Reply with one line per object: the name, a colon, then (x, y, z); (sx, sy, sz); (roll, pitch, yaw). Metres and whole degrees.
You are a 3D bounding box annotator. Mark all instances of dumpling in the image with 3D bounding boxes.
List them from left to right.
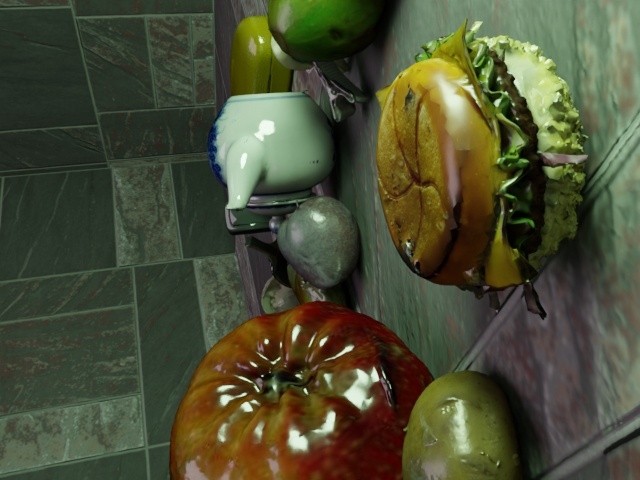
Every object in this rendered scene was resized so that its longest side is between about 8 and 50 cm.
dumpling: (-0.088, 0.158, 1.585); (0.118, 0.136, 0.198); (-142, 36, -61)

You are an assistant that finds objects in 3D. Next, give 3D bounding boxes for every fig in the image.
fig: (0.006, -0.351, 0.872); (0.181, 0.191, 0.181); (43, 167, 12)

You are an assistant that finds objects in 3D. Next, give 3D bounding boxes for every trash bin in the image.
trash bin: (-0.214, -0.074, 1.883); (0.236, 0.177, 0.101); (156, 106, -79)

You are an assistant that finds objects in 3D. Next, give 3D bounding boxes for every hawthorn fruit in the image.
hawthorn fruit: (-0.002, 0.302, 0.865); (0.403, 0.403, 0.402); (173, 90, -76)

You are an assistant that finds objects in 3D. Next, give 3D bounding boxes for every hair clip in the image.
hair clip: (0.000, -0.304, 0.994); (0.071, 0.159, 0.218); (-34, 88, 36)

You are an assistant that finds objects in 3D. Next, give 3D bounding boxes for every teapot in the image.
teapot: (-0.092, -0.149, 1.184); (0.424, 0.253, 0.279); (-40, -52, -68)

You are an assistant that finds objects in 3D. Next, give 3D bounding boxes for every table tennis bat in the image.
table tennis bat: (-0.086, 0.037, 1.396); (0.019, 0.221, 0.130); (-10, 62, 44)

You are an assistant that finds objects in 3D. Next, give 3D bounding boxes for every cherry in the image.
cherry: (0.003, 0.000, 1.112); (0.176, 0.140, 0.176); (27, 131, 35)

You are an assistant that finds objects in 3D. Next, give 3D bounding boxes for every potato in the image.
potato: (0.153, 0.232, 0.652); (0.137, 0.137, 0.175); (111, 151, -63)

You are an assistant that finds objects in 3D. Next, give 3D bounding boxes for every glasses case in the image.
glasses case: (-0.162, -0.428, 1.563); (0.371, 0.141, 0.173); (107, 153, -58)

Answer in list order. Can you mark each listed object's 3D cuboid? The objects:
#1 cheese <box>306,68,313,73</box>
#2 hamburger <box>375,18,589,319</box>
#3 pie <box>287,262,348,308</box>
cheese: (-0.033, -0.411, 1.216); (0.244, 0.062, 0.154); (-165, 69, -76)
hamburger: (0.139, -0.060, 0.529); (0.243, 0.139, 0.261); (-170, 74, -77)
pie: (0.003, 0.124, 1.298); (0.274, 0.106, 0.257); (-131, 22, -72)
